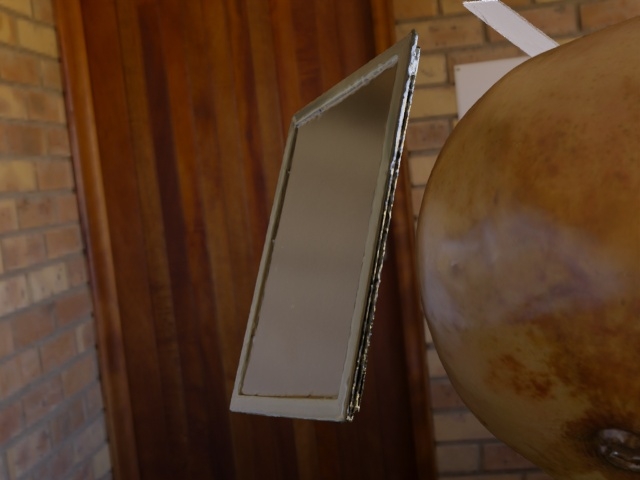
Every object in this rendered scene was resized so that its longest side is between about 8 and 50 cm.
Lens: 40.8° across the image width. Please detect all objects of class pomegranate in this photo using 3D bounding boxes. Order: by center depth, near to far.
[{"bbox_3d":[0.182,0.001,0.457,0.229,0.252,0.270,-5,36,37],"label":"pomegranate"}]

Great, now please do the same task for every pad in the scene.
[{"bbox_3d":[0.301,-0.253,1.151,0.004,0.232,0.156,-56,-14,30],"label":"pad"}]

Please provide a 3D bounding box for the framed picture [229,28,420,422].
[{"bbox_3d":[0.000,0.000,0.652,0.017,0.274,0.217,17,-13,-23],"label":"framed picture"}]
